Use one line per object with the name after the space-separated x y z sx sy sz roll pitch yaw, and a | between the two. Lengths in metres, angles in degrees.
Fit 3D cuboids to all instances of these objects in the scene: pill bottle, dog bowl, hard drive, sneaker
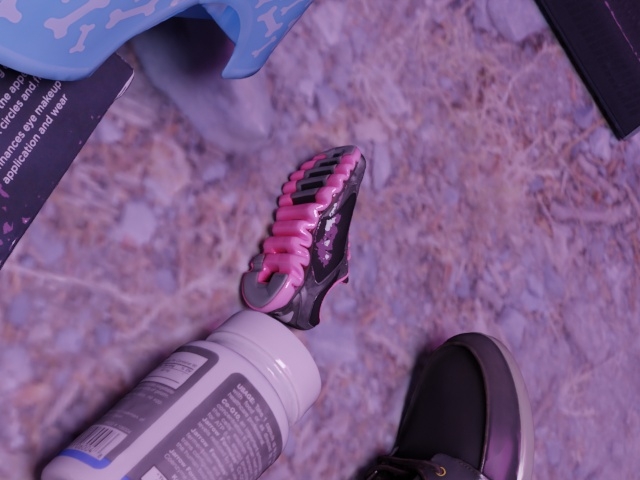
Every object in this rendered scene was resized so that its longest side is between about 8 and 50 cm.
-0.065 0.100 0.563 0.137 0.078 0.078 -41 109 -36 | pill bottle
-0.089 -0.163 0.515 0.166 0.074 0.297 60 26 7 | dog bowl
0.279 -0.219 0.917 0.172 0.054 0.255 54 54 -19 | hard drive
0.050 0.148 0.646 0.118 0.083 0.222 24 69 -34 | sneaker
0.000 0.000 0.661 0.057 0.047 0.119 41 66 -35 | sneaker

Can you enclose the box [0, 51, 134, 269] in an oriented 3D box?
-0.193 -0.059 0.475 0.158 0.093 0.156 43 57 -27 | box
